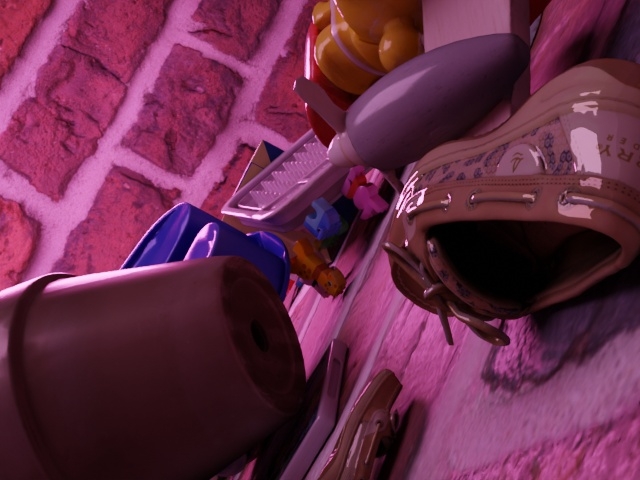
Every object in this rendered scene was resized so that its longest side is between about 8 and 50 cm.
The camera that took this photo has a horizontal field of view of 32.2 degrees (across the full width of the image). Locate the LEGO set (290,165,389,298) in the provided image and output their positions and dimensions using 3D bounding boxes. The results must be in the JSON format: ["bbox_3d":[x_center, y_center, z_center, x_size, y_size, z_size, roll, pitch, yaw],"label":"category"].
[{"bbox_3d":[0.020,0.017,1.548,0.087,0.093,0.227,-25,-30,-42],"label":"LEGO set"}]

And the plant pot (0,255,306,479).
[{"bbox_3d":[-0.182,0.151,1.244,0.280,0.323,0.323,-24,20,18],"label":"plant pot"}]

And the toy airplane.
[{"bbox_3d":[0.091,-0.223,0.844,0.386,0.272,0.384,-134,59,-67],"label":"toy airplane"}]

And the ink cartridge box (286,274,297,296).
[{"bbox_3d":[-0.057,0.003,2.208,0.231,0.078,0.134,-62,5,22],"label":"ink cartridge box"}]

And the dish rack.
[{"bbox_3d":[0.000,-0.106,1.699,0.285,0.072,0.333,-42,16,-12],"label":"dish rack"}]

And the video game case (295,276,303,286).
[{"bbox_3d":[0.000,0.000,2.183,0.119,0.015,0.166,-58,7,52],"label":"video game case"}]

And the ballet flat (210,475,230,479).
[{"bbox_3d":[-0.156,0.331,1.718,0.086,0.086,0.248,-78,9,-72],"label":"ballet flat"}]

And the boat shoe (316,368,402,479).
[{"bbox_3d":[0.032,0.166,0.833,0.153,0.048,0.056,-59,-11,-37],"label":"boat shoe"}]

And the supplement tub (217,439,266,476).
[{"bbox_3d":[-0.119,0.250,1.582,0.106,0.106,0.198,-61,6,27],"label":"supplement tub"}]

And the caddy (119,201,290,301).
[{"bbox_3d":[-0.184,0.115,1.571,0.341,0.179,0.241,-54,33,-2],"label":"caddy"}]

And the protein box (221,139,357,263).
[{"bbox_3d":[-0.055,-0.054,1.944,0.136,0.199,0.201,-63,4,-11],"label":"protein box"}]

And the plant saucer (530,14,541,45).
[{"bbox_3d":[0.169,-0.172,1.174,0.195,0.037,0.195,-63,6,11],"label":"plant saucer"}]

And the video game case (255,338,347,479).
[{"bbox_3d":[-0.029,0.229,1.227,0.201,0.023,0.183,-60,5,21],"label":"video game case"}]

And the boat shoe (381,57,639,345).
[{"bbox_3d":[0.098,-0.003,0.613,0.089,0.104,0.285,-62,5,-24],"label":"boat shoe"}]
